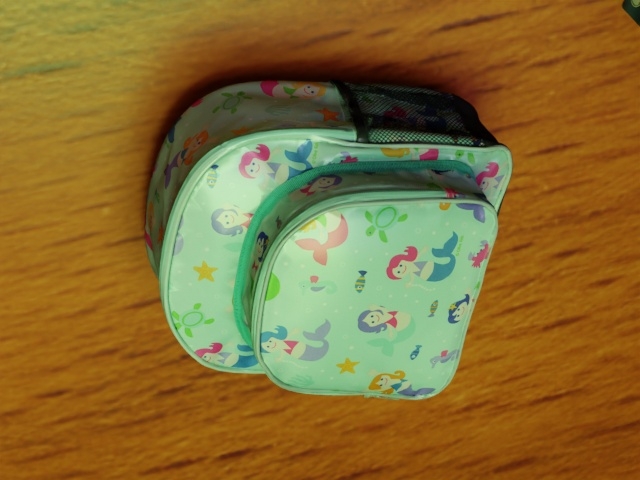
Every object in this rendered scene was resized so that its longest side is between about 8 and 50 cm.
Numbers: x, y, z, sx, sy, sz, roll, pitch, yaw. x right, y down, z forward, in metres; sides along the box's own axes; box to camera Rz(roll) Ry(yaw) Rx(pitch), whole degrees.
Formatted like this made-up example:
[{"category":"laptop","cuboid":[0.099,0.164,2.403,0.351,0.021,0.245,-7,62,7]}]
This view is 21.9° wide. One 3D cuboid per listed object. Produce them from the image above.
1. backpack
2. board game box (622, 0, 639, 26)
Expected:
[{"category":"backpack","cuboid":[0.000,0.000,1.223,0.253,0.191,0.225,7,119,-14]},{"category":"board game box","cuboid":[0.374,-0.223,1.272,0.243,0.042,0.165,9,118,-21]}]
